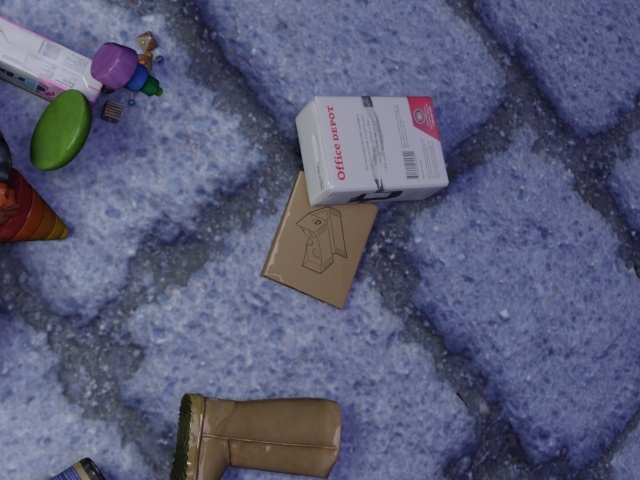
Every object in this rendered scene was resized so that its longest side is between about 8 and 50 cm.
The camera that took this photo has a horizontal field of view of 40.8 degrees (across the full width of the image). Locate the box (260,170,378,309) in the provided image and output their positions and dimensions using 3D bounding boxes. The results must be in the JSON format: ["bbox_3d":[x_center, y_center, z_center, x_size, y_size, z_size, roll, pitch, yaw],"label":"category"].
[{"bbox_3d":[0.000,0.000,1.524,0.164,0.021,0.201,24,77,-20],"label":"box"}]

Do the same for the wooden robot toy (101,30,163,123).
[{"bbox_3d":[-0.305,-0.276,1.380,0.076,0.079,0.173,34,73,-18],"label":"wooden robot toy"}]

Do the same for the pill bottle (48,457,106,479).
[{"bbox_3d":[-0.404,0.426,1.251,0.219,0.123,0.122,-31,98,-23],"label":"pill bottle"}]

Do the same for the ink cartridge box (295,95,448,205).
[{"bbox_3d":[0.089,-0.159,1.521,0.237,0.100,0.172,-4,77,-25],"label":"ink cartridge box"}]

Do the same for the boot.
[{"bbox_3d":[-0.102,0.369,1.410,0.270,0.089,0.236,11,81,-24],"label":"boot"}]

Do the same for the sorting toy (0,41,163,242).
[{"bbox_3d":[-0.359,-0.123,1.279,0.365,0.127,0.126,-49,135,12],"label":"sorting toy"}]

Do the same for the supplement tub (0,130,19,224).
[{"bbox_3d":[-0.555,-0.161,1.156,0.207,0.207,0.338,-27,90,-24],"label":"supplement tub"}]

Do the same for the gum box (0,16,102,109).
[{"bbox_3d":[-0.420,-0.260,1.312,0.188,0.107,0.062,24,76,-20],"label":"gum box"}]
